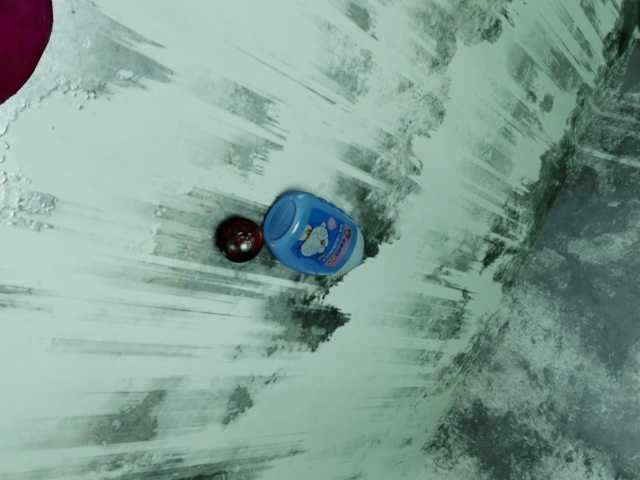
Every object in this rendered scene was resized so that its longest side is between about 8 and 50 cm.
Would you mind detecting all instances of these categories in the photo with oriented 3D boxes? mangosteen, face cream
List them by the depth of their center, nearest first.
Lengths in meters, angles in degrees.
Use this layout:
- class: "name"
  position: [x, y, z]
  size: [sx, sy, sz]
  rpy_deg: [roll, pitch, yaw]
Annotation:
- class: "mangosteen"
  position: [-0.140, 0.002, 1.078]
  size: [0.081, 0.081, 0.080]
  rpy_deg: [-26, 130, -35]
- class: "face cream"
  position: [0.000, 0.000, 1.220]
  size: [0.264, 0.083, 0.149]
  rpy_deg: [26, 96, -51]

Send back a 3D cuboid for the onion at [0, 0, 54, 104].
- class: "onion"
  position: [-0.394, -0.239, 0.523]
  size: [0.282, 0.260, 0.336]
  rpy_deg: [-40, 138, -15]
